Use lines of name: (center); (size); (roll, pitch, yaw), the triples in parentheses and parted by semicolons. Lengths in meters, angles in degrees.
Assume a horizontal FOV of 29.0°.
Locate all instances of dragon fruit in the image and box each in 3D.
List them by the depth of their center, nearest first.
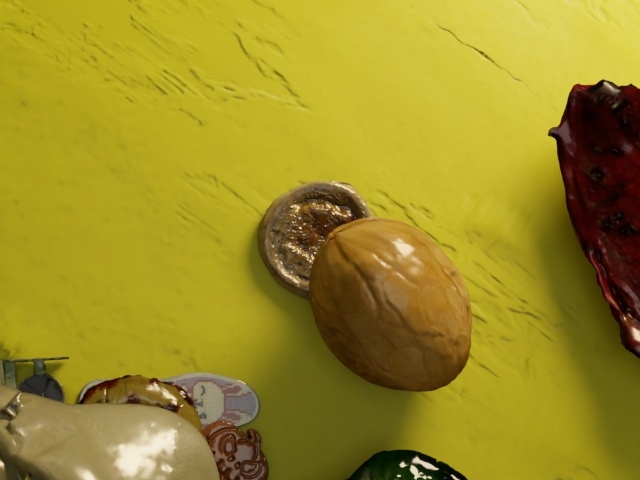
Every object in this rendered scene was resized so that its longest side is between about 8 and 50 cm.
dragon fruit: (0.414, -0.013, 1.384); (0.286, 0.228, 0.329); (9, 101, 28)

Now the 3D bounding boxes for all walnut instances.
walnut: (0.076, 0.070, 1.296); (0.159, 0.159, 0.206); (-38, 108, -9)

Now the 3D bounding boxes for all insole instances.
insole: (-0.164, 0.174, 1.340); (0.197, 0.004, 0.065); (2, 81, -5)

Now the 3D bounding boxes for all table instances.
table: (-0.348, 0.198, 1.292); (0.175, 0.062, 0.146); (-4, 82, -3)

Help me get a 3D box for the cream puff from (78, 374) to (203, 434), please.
cream puff: (-0.192, 0.208, 1.289); (0.149, 0.084, 0.149); (0, 92, -9)

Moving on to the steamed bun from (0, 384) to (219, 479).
steamed bun: (-0.289, 0.319, 1.137); (0.368, 0.255, 0.342); (11, 112, -2)

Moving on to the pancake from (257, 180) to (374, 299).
pancake: (0.000, 0.000, 1.372); (0.140, 0.022, 0.139); (1, 82, -5)

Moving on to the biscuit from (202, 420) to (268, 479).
biscuit: (-0.094, 0.235, 1.329); (0.091, 0.015, 0.078); (43, 83, -1)

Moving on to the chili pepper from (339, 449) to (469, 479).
chili pepper: (0.038, 0.319, 1.293); (0.265, 0.116, 0.148); (-35, 74, -10)
